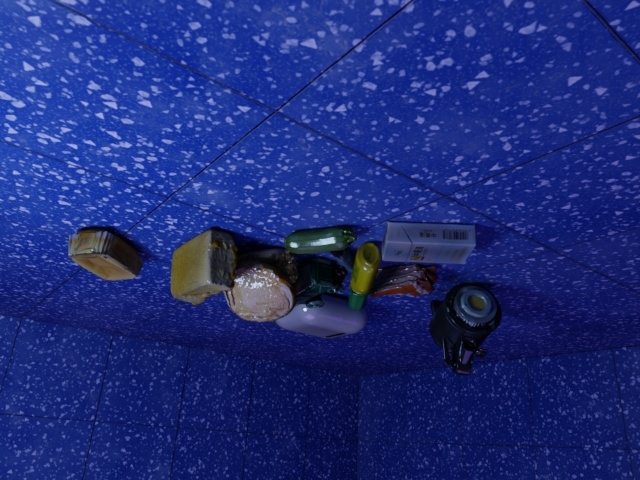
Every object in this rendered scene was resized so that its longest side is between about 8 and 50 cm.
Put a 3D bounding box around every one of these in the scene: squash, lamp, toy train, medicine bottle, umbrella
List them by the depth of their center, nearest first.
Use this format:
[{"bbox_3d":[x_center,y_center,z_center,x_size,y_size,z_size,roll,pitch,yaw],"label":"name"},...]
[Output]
[{"bbox_3d":[0.000,0.000,1.469,0.219,0.068,0.077,-7,150,22],"label":"squash"},{"bbox_3d":[0.076,0.060,1.623,0.052,0.053,0.250,-5,158,23],"label":"umbrella"},{"bbox_3d":[0.131,0.128,1.626,0.076,0.111,0.309,8,143,-1],"label":"medicine bottle"},{"bbox_3d":[-0.025,0.156,1.759,0.154,0.115,0.269,10,151,-38],"label":"toy train"},{"bbox_3d":[0.529,0.277,1.880,0.205,0.374,0.272,11,125,-1],"label":"lamp"}]

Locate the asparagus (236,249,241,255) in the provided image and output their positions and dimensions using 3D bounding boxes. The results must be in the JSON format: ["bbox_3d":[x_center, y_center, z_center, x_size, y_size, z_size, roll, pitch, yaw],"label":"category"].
[{"bbox_3d":[-0.280,0.063,1.708,0.030,0.036,0.165,-2,158,-14],"label":"asparagus"}]

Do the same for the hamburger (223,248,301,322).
[{"bbox_3d":[-0.186,0.138,1.643,0.243,0.146,0.286,31,118,-17],"label":"hamburger"}]

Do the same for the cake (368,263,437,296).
[{"bbox_3d":[0.256,0.147,1.751,0.287,0.098,0.135,-5,156,17],"label":"cake"}]

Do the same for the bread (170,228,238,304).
[{"bbox_3d":[-0.359,0.085,1.582,0.114,0.184,0.275,12,156,-35],"label":"bread"}]

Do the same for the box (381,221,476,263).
[{"bbox_3d":[0.300,0.009,1.451,0.243,0.067,0.155,1,156,3],"label":"box"}]

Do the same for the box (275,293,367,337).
[{"bbox_3d":[-0.001,0.314,2.137,0.349,0.141,0.289,19,152,-33],"label":"box"}]

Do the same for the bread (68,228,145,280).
[{"bbox_3d":[-0.674,0.045,1.623,0.136,0.107,0.241,-4,157,11],"label":"bread"}]
